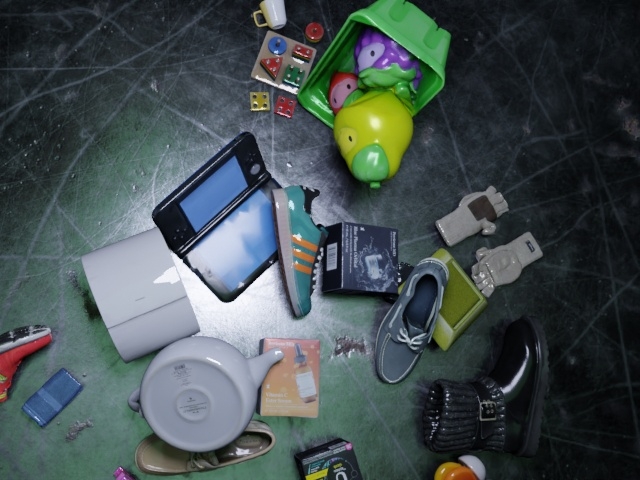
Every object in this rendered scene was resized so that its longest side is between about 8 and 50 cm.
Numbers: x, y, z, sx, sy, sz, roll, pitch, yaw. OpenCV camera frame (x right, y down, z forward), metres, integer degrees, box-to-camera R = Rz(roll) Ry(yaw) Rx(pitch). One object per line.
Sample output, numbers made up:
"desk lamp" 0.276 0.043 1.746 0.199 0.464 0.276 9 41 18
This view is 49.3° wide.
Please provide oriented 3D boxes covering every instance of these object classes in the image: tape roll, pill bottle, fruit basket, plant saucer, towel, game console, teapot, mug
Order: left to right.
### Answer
"towel" -0.572 0.335 1.491 0.067 0.029 0.119 45 76 -1
"tape roll" -0.375 0.113 1.460 0.169 0.246 0.246 -22 85 -13
"teapot" -0.246 0.302 1.455 0.256 0.187 0.252 27 104 -3
"game console" -0.189 -0.050 1.570 0.173 0.250 0.293 38 73 25
"mug" -0.119 -0.559 1.736 0.062 0.078 0.064 -18 93 -46
"pill bottle" 0.000 0.000 1.657 0.043 0.043 0.083 0 80 -11
"fruit basket" 0.104 -0.310 1.563 0.283 0.392 0.392 36 75 -7
"plant saucer" 0.305 0.133 1.664 0.188 0.045 0.188 -39 91 -31

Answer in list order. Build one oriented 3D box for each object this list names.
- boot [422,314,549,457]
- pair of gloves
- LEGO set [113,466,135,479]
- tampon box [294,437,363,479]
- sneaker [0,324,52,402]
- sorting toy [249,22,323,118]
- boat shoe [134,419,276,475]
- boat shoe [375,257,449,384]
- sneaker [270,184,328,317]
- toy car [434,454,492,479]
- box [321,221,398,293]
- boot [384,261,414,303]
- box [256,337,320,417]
"boot" 0.384 0.332 1.628 0.260 0.131 0.348 10 77 -8
"pair of gloves" 0.417 -0.003 1.741 0.204 0.042 0.240 -37 90 -18
"LEGO set" -0.370 0.587 1.452 0.227 0.093 0.087 43 75 -1
"tampon box" 0.027 0.535 1.535 0.120 0.101 0.161 -17 84 -13
"sneaker" -0.680 0.277 1.461 0.279 0.107 0.118 -32 106 -12
"sorting toy" -0.091 -0.434 1.716 0.132 0.046 0.274 20 77 -7
"boat shoe" -0.246 0.444 1.499 0.302 0.098 0.109 -4 81 -12
"boat shoe" 0.200 0.192 1.579 0.116 0.099 0.319 23 104 7
"sneaker" -0.034 0.025 1.582 0.121 0.108 0.302 -9 102 -10
"toy car" 0.338 0.585 1.569 0.159 0.136 0.182 -38 89 -15
"box" 0.093 0.045 1.621 0.158 0.093 0.156 7 78 -29
"boot" 0.214 0.112 1.681 0.121 0.045 0.099 22 71 -8
"box" -0.073 0.306 1.563 0.130 0.091 0.170 3 80 -10
